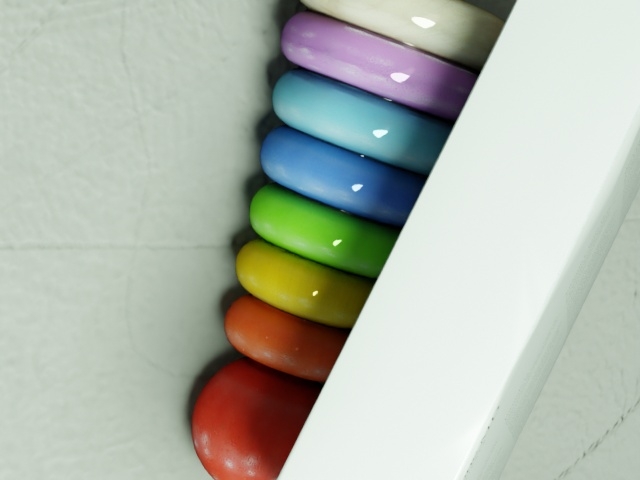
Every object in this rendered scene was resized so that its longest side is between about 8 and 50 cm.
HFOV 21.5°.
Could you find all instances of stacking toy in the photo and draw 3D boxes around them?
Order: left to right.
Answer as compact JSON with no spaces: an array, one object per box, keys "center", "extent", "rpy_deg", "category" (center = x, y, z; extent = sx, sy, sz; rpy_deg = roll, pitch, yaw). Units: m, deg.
[{"center":[0.000,0.000,1.041],"extent":[0.141,0.141,0.330],"rpy_deg":[17,97,-33],"category":"stacking toy"}]

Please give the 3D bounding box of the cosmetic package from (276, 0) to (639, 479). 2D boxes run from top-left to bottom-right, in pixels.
[{"center":[0.107,0.026,1.020],"extent":[0.097,0.284,0.377],"rpy_deg":[26,83,10],"category":"cosmetic package"}]
